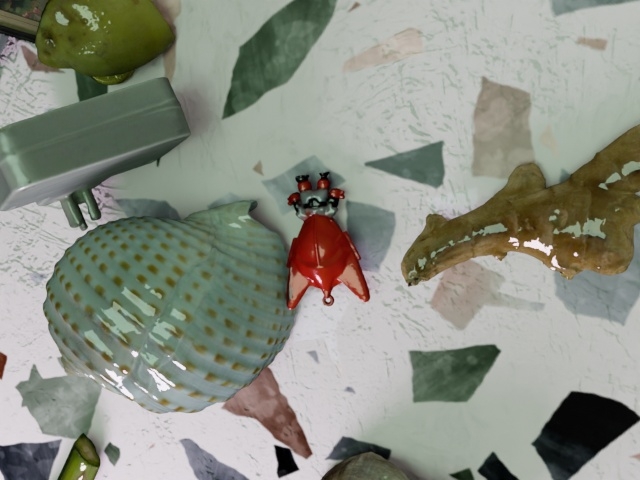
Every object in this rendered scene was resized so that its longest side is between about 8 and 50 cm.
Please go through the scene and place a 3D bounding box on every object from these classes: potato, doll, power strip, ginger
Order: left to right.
[{"bbox_3d":[-0.308,-0.092,0.956,0.261,0.229,0.141,-14,100,58],"label":"power strip"},{"bbox_3d":[-0.276,-0.264,0.940,0.120,0.081,0.149,38,79,10],"label":"potato"},{"bbox_3d":[0.000,0.000,0.938,0.109,0.057,0.169,-6,97,13],"label":"doll"},{"bbox_3d":[0.246,-0.022,0.824,0.333,0.081,0.148,-16,92,23],"label":"ginger"}]

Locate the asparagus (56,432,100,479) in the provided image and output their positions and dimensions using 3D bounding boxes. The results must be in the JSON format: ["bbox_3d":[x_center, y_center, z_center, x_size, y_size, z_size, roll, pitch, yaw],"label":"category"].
[{"bbox_3d":[-0.418,0.431,1.210,0.067,0.060,0.278,44,116,28],"label":"asparagus"}]

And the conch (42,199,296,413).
[{"bbox_3d":[-0.198,0.097,0.964,0.319,0.215,0.303,-37,98,26],"label":"conch"}]

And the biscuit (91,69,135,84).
[{"bbox_3d":[-0.287,-0.253,1.009,0.084,0.023,0.084,5,105,20],"label":"biscuit"}]

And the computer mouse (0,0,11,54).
[{"bbox_3d":[-0.477,-0.318,1.006,0.128,0.079,0.231,34,150,-22],"label":"computer mouse"}]

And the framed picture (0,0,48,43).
[{"bbox_3d":[-0.355,-0.342,0.931,0.010,0.199,0.195,47,116,36],"label":"framed picture"}]

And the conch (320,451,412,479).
[{"bbox_3d":[0.067,0.403,0.956,0.291,0.159,0.210,-41,87,26],"label":"conch"}]
